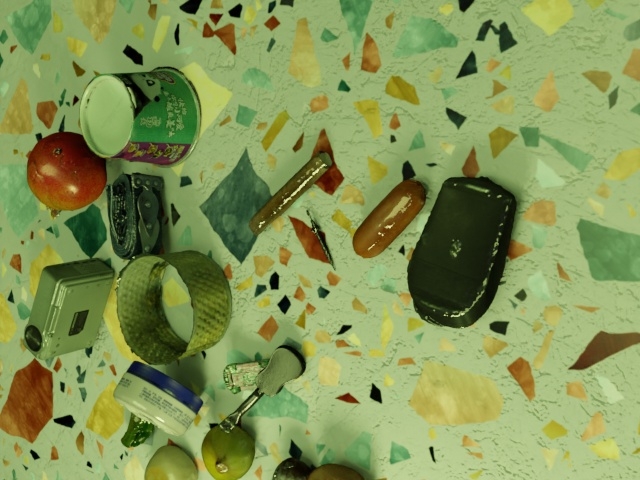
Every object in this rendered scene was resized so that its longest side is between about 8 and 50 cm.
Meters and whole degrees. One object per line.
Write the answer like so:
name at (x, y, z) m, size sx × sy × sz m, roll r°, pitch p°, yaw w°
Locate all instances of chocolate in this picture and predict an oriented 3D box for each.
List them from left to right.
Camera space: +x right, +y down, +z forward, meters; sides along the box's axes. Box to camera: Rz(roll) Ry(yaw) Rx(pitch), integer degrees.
chocolate at (-0.074, 0.612, 1.734) m, size 0.110 × 0.110 × 0.248 m, roll 23°, pitch 105°, yaw 30°

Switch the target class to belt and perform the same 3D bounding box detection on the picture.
belt at (-0.471, -0.056, 1.888) m, size 0.122 × 0.128 × 0.218 m, roll -10°, pitch 82°, yaw 38°

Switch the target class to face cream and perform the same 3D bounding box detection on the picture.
face cream at (-0.399, 0.391, 1.857) m, size 0.205 × 0.206 × 0.111 m, roll 18°, pitch 68°, yaw 32°

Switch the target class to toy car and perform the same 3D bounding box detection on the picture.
toy car at (-0.160, 0.315, 1.781) m, size 0.142 × 0.055 × 0.069 m, roll -9°, pitch 94°, yaw 14°

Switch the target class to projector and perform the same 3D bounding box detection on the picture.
projector at (-0.671, 0.185, 2.036) m, size 0.099 × 0.192 × 0.257 m, roll 35°, pitch 114°, yaw 27°

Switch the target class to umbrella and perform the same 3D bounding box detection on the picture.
umbrella at (0.001, -0.001, 1.651) m, size 0.149 × 0.022 × 0.022 m, roll 63°, pitch 166°, yaw 11°

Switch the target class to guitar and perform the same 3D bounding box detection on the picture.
guitar at (-0.144, 0.350, 1.734) m, size 0.084 × 0.038 × 0.271 m, roll 44°, pitch 102°, yaw 5°

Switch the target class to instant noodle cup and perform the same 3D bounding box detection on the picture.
instant noodle cup at (-0.439, -0.296, 1.812) m, size 0.251 × 0.190 × 0.251 m, roll 5°, pitch 99°, yaw 34°

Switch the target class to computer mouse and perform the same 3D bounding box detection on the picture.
computer mouse at (0.271, 0.024, 1.432) m, size 0.168 × 0.087 × 0.296 m, roll 23°, pitch 96°, yaw 37°

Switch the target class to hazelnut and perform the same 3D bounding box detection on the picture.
hazelnut at (0.038, 0.560, 1.642) m, size 0.150 × 0.150 × 0.151 m, roll 5°, pitch 99°, yaw 34°

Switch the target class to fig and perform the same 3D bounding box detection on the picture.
fig at (-0.220, 0.507, 1.816) m, size 0.153 × 0.120 × 0.136 m, roll -23°, pitch 88°, yaw 58°

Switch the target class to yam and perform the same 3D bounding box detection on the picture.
yam at (-0.072, -0.100, 1.672) m, size 0.264 × 0.046 × 0.046 m, roll -42°, pitch 73°, yaw 30°

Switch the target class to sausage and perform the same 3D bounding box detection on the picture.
sausage at (0.138, -0.043, 1.518) m, size 0.197 × 0.076 × 0.076 m, roll -48°, pitch 70°, yaw 28°

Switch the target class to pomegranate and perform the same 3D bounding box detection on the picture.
pomegranate at (-0.658, -0.169, 1.972) m, size 0.210 × 0.210 × 0.235 m, roll 39°, pitch 128°, yaw 24°

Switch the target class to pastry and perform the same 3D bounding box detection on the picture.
pastry at (-0.390, 0.609, 1.961) m, size 0.156 × 0.092 × 0.157 m, roll -1°, pitch 88°, yaw 35°

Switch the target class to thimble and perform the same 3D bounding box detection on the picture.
thimble at (-0.356, 0.154, 1.838) m, size 0.270 × 0.150 × 0.271 m, roll 5°, pitch 99°, yaw 33°

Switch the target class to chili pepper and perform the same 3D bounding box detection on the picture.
chili pepper at (-0.472, 0.473, 2.007) m, size 0.073 × 0.072 × 0.204 m, roll 41°, pitch 118°, yaw 26°
